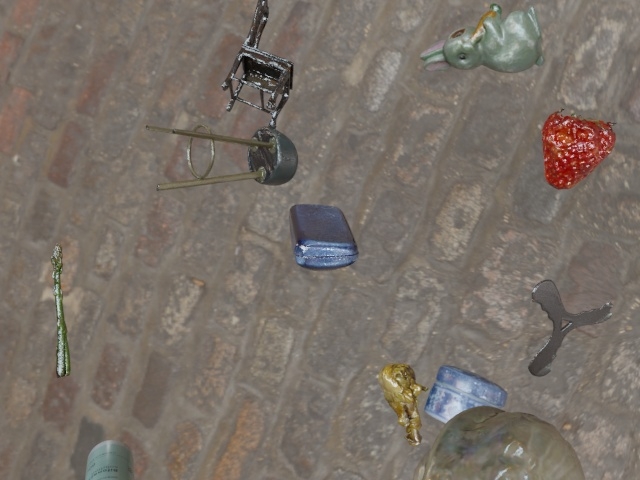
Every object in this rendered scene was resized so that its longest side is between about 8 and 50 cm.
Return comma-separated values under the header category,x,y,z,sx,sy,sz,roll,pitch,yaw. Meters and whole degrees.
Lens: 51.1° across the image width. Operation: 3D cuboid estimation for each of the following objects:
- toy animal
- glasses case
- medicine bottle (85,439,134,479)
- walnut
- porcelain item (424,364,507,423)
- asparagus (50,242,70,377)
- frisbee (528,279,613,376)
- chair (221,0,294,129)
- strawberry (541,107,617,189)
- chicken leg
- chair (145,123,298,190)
category,x,y,z,sx,sy,sz,roll,pitch,yaw
toy animal,0.323,-0.395,1.372,0.251,0.125,0.127,-12,64,21
glasses case,0.000,0.000,0.365,0.033,0.083,0.023,6,107,-7
medicine bottle,-0.464,0.566,1.470,0.110,0.110,0.352,-68,19,4
walnut,0.229,0.321,0.877,0.224,0.224,0.224,-4,82,27
porcelain item,0.294,0.322,1.348,0.147,0.147,0.114,19,82,28
asparagus,-0.448,0.120,1.152,0.023,0.022,0.233,0,94,26
frisbee,0.470,0.157,1.258,0.012,0.187,0.211,-129,33,-61
chair,-0.096,-0.340,1.244,0.113,0.106,0.229,21,76,1
strawberry,0.260,-0.091,0.684,0.073,0.073,0.083,16,108,28
chicken leg,0.193,0.364,1.478,0.101,0.085,0.207,-4,111,42
chair,-0.148,-0.137,1.021,0.095,0.221,0.104,59,134,37
